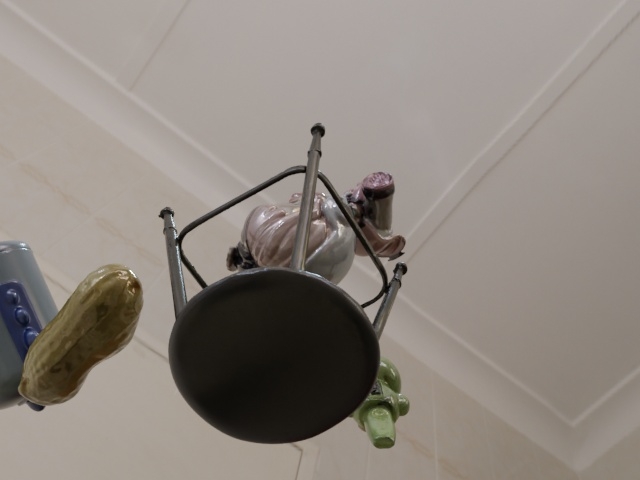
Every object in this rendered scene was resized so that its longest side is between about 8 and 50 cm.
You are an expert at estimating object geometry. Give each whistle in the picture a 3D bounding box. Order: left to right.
[{"bbox_3d":[0.109,0.341,1.357,0.141,0.294,0.141,-1,-60,-1],"label":"whistle"}]

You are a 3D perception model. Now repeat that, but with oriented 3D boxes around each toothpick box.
[{"bbox_3d":[-0.661,0.197,1.404,0.263,0.263,0.355,-27,-93,18],"label":"toothpick box"}]

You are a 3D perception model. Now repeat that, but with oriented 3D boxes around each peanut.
[{"bbox_3d":[-0.434,0.181,1.233,0.147,0.147,0.319,37,-80,-8],"label":"peanut"}]

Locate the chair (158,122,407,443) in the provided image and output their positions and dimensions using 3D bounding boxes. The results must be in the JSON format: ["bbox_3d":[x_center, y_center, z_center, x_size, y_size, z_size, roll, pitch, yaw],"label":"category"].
[{"bbox_3d":[-0.064,0.093,1.127,0.364,0.410,0.362,-27,-66,12],"label":"chair"}]

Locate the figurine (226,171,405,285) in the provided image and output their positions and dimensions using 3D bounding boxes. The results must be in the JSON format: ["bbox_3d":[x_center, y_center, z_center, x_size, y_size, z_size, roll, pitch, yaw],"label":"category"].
[{"bbox_3d":[0.004,-0.005,1.355,0.211,0.361,0.253,57,-39,14],"label":"figurine"}]
